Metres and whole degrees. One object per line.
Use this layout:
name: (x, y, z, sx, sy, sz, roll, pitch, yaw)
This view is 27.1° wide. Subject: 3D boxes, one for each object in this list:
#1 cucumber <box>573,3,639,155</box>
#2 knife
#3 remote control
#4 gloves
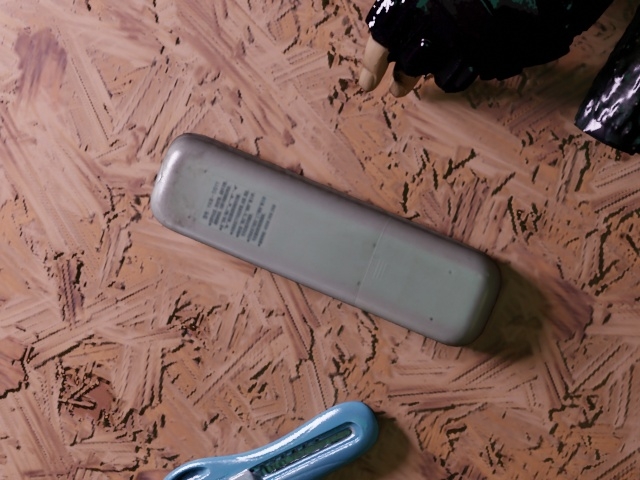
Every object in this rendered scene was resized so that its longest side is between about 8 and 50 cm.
cucumber: (0.277, -0.161, 1.015, 0.078, 0.062, 0.211, 31, 104, 6)
knife: (-0.049, 0.199, 1.161, 0.222, 0.031, 0.064, -26, 88, 15)
remote control: (0.000, -0.001, 1.116, 0.310, 0.038, 0.090, 22, 101, 9)
gloves: (0.113, -0.179, 1.032, 0.203, 0.124, 0.164, -41, 69, 8)
